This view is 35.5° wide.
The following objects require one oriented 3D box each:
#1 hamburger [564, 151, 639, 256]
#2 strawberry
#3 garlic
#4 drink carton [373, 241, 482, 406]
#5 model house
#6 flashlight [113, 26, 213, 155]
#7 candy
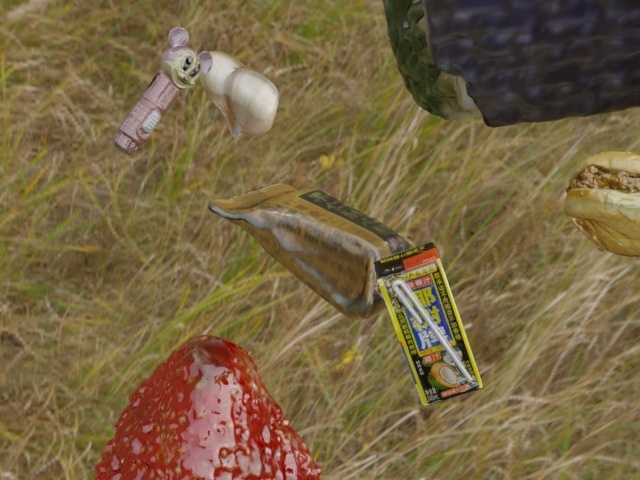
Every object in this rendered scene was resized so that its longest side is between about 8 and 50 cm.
[{"bbox_3d":[0.469,-0.047,1.504,0.213,0.214,0.108,27,73,-3],"label":"hamburger"},{"bbox_3d":[-0.127,0.234,1.001,0.258,0.261,0.261,54,52,-30],"label":"strawberry"},{"bbox_3d":[-0.134,-0.243,1.643,0.174,0.124,0.099,37,71,17],"label":"garlic"},{"bbox_3d":[0.115,0.091,1.062,0.071,0.166,0.056,-21,24,4],"label":"drink carton"},{"bbox_3d":[0.140,-0.214,0.506,0.243,0.284,0.299,-7,98,5],"label":"model house"},{"bbox_3d":[-0.129,-0.117,0.810,0.031,0.052,0.110,26,79,46],"label":"flashlight"},{"bbox_3d":[0.000,0.000,1.191,0.271,0.101,0.143,31,30,31],"label":"candy"}]
